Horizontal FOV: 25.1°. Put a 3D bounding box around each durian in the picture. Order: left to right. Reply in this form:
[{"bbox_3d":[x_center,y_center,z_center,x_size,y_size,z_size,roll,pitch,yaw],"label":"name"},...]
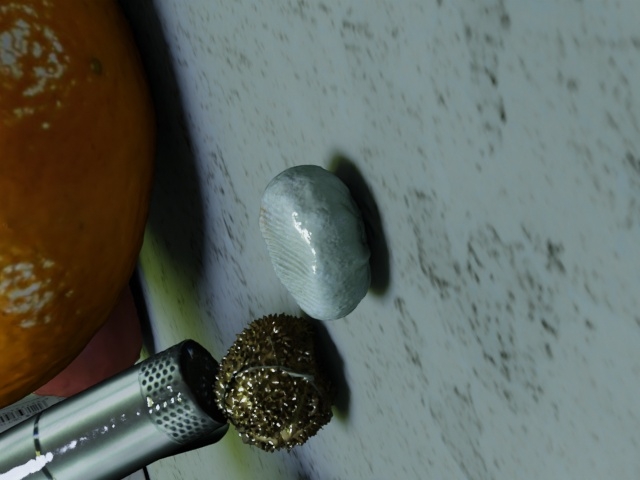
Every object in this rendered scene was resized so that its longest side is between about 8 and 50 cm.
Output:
[{"bbox_3d":[-0.025,0.084,0.876,0.091,0.080,0.080,-69,-17,-46],"label":"durian"}]

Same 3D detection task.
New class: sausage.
[{"bbox_3d":[-0.254,0.018,1.324,0.152,0.152,0.280,37,145,59],"label":"sausage"}]

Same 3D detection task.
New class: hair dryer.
[{"bbox_3d":[-0.177,0.183,1.010,0.284,0.320,0.156,47,-159,-64],"label":"hair dryer"}]

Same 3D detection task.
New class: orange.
[{"bbox_3d":[-0.323,-0.069,1.050,0.423,0.326,0.424,4,97,36],"label":"orange"}]

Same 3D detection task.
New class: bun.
[{"bbox_3d":[0.000,0.000,0.750,0.083,0.045,0.083,55,159,34],"label":"bun"}]

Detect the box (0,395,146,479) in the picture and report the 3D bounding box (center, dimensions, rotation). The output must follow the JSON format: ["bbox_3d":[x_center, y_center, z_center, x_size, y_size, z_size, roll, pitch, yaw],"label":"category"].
[{"bbox_3d":[-0.300,0.244,1.617,0.099,0.182,0.133,-163,59,-67],"label":"box"}]
